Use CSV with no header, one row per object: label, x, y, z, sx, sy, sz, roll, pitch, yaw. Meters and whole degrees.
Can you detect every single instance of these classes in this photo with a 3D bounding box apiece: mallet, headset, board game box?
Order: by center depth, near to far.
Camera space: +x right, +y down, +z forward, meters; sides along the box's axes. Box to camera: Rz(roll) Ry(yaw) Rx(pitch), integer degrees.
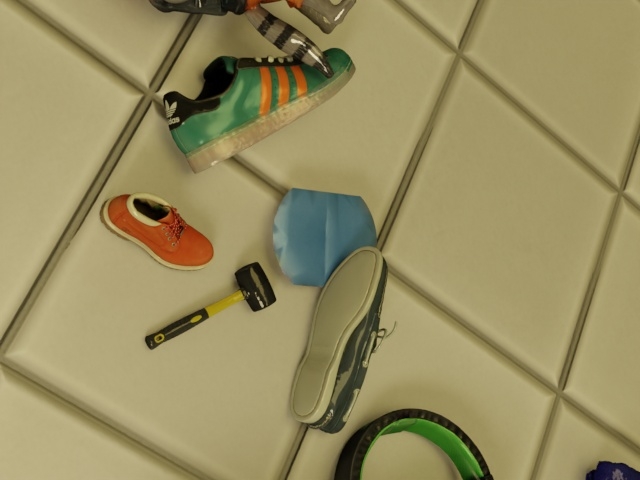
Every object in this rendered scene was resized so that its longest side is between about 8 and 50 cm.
mallet,-0.145,0.081,1.393,0.190,0.039,0.062,-19,90,-32
headset,0.165,0.409,1.426,0.243,0.185,0.394,-3,69,-34
board game box,0.000,0.000,1.510,0.169,0.033,0.133,5,82,-30

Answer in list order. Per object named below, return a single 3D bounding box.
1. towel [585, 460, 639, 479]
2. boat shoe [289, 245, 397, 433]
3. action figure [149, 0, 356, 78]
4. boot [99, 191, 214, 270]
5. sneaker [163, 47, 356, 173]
towel,0.473,0.517,1.681,0.227,0.076,0.308,31,62,-32
boat shoe,0.040,0.134,1.460,0.079,0.095,0.254,31,70,-38
action figure,-0.121,-0.325,1.375,0.330,0.341,0.178,14,109,-4
boot,-0.189,-0.011,1.354,0.158,0.084,0.059,28,63,-27
sneaker,-0.078,-0.209,1.461,0.302,0.108,0.121,-36,103,-33
